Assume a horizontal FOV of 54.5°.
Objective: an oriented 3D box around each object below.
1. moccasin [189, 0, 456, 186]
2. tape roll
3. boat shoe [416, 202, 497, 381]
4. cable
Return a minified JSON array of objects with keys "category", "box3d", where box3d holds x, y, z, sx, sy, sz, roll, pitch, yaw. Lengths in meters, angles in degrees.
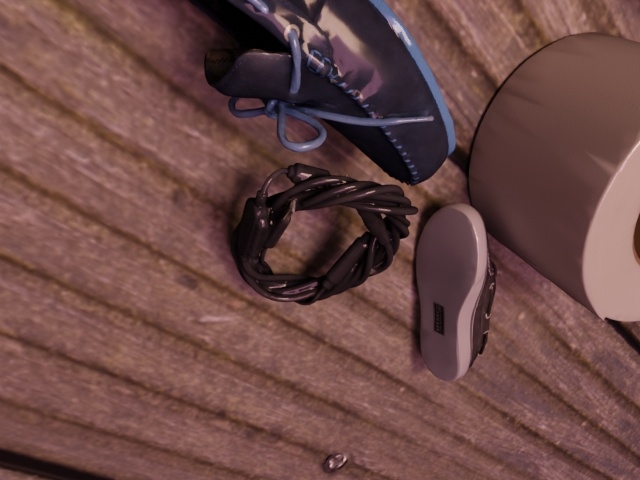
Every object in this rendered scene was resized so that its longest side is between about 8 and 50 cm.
[{"category":"moccasin","box3d":[-0.042,-0.146,0.430,0.342,0.138,0.117,43,80,-25]},{"category":"tape roll","box3d":[0.295,-0.066,0.615,0.246,0.169,0.246,-13,124,-20]},{"category":"boat shoe","box3d":[0.159,0.054,0.680,0.076,0.080,0.228,-27,126,-32]},{"category":"cable","box3d":[0.000,0.000,0.547,0.151,0.047,0.184,-1,145,-17]}]
